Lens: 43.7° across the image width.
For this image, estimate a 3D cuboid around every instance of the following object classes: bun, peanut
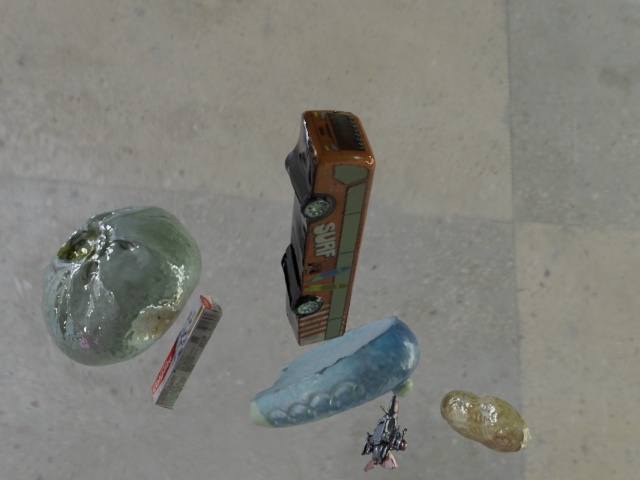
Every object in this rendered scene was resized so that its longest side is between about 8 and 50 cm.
[{"bbox_3d":[-0.417,0.076,1.619,0.361,0.211,0.362,-14,46,15],"label":"bun"},{"bbox_3d":[0.257,0.279,1.258,0.080,0.174,0.080,-7,101,-36],"label":"peanut"}]

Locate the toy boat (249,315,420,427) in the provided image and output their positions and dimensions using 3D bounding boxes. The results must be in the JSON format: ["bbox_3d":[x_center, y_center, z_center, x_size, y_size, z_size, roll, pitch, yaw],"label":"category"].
[{"bbox_3d":[0.036,0.247,1.381,0.330,0.215,0.123,-29,92,27],"label":"toy boat"}]

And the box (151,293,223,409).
[{"bbox_3d":[-0.241,0.200,1.429,0.039,0.055,0.218,19,111,-29],"label":"box"}]

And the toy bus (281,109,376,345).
[{"bbox_3d":[0.000,0.000,1.047,0.092,0.409,0.093,-9,54,-12],"label":"toy bus"}]

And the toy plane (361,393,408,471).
[{"bbox_3d":[0.142,0.404,1.719,0.061,0.130,0.189,30,55,-32],"label":"toy plane"}]
